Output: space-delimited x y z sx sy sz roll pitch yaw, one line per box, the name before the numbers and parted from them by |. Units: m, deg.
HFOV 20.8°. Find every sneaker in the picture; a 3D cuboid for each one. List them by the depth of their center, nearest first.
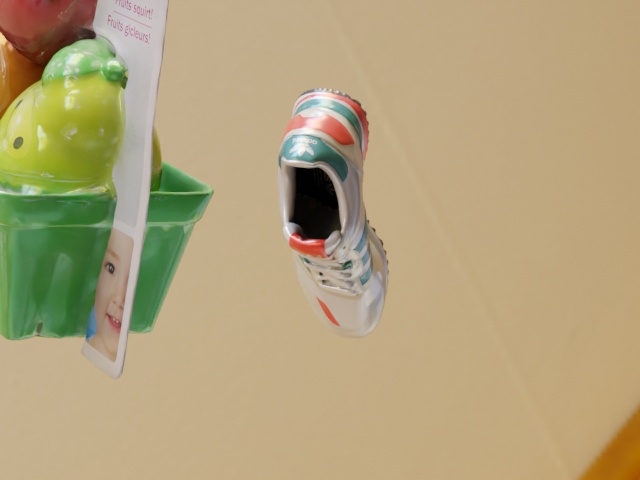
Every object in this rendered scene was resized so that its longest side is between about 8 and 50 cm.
sneaker | 0.000 0.000 0.980 0.075 0.057 0.161 -62 -28 -52

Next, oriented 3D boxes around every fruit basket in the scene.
fruit basket | -0.190 -0.124 1.150 0.165 0.327 0.353 -8 -69 -30
